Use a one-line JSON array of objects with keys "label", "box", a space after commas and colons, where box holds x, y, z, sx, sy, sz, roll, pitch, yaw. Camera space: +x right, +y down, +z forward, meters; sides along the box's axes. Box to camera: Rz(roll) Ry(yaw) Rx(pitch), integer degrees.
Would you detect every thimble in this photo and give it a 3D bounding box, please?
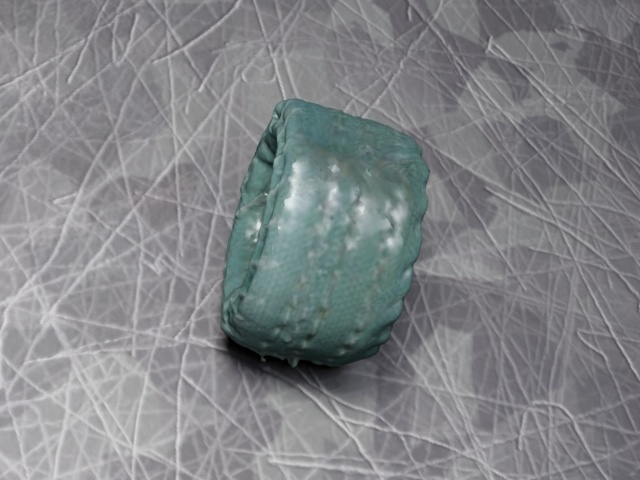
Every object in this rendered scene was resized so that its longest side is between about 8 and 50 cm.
[{"label": "thimble", "box": [0.000, 0.000, 1.437, 0.143, 0.198, 0.235, 16, 87, -12]}]
